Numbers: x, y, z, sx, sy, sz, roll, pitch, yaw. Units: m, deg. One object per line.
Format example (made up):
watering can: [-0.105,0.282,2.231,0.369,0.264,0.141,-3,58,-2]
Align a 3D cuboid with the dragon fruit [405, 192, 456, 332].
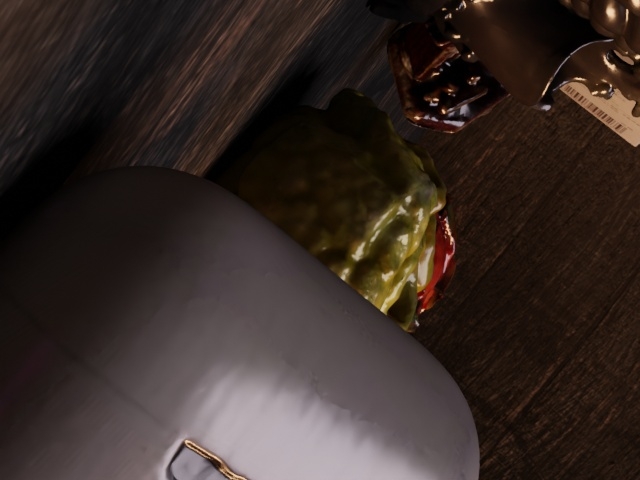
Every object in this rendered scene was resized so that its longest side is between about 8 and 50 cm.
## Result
dragon fruit: [0.041,-0.003,1.625,0.192,0.193,0.274,-55,153,9]

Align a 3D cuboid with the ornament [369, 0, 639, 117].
ornament: [0.180,-0.157,1.107,0.106,0.260,0.251,-56,177,-16]

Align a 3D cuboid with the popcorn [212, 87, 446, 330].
popcorn: [0.000,0.000,1.176,0.286,0.173,0.225,-48,169,-49]

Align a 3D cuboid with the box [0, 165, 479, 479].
box: [-0.100,0.153,0.743,0.349,0.288,0.141,-50,-141,0]

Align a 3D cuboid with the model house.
model house: [0.159,-0.197,1.438,0.203,0.141,0.164,-45,-176,-42]

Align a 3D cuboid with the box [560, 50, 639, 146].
box: [0.281,-0.225,1.719,0.111,0.260,0.194,-50,178,-3]
